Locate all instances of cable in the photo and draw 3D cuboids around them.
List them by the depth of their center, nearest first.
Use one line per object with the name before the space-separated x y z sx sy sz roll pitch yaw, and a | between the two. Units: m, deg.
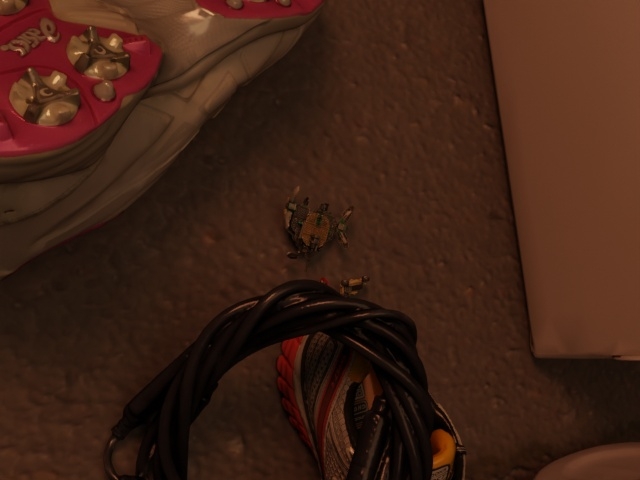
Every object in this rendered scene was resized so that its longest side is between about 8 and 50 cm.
cable | -0.017 0.108 0.457 0.184 0.047 0.150 -41 86 10

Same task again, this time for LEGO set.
LEGO set | -0.002 0.002 0.551 0.054 0.023 0.083 -19 107 -28

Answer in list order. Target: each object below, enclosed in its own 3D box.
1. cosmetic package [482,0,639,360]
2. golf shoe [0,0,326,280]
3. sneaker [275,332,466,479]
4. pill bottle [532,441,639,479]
cosmetic package | 0.233 -0.109 0.595 0.155 0.197 0.365 -8 90 -32
golf shoe | -0.101 -0.090 0.462 0.115 0.140 0.306 37 42 10
sneaker | 0.041 0.151 0.513 0.088 0.093 0.225 -22 96 -30
pill bottle | 0.222 0.256 0.588 0.121 0.121 0.216 -13 91 -30
